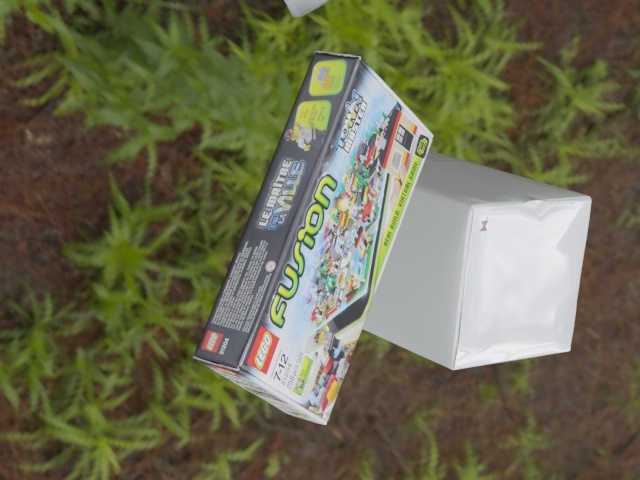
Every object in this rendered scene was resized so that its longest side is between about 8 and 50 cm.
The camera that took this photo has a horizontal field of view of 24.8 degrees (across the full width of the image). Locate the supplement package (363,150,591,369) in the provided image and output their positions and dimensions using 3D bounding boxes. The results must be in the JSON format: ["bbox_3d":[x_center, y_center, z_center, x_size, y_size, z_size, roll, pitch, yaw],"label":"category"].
[{"bbox_3d":[0.118,0.009,1.575,0.177,0.293,0.175,-4,106,-37],"label":"supplement package"}]

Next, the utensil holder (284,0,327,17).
[{"bbox_3d":[0.078,-0.385,0.997,0.385,0.328,0.328,-27,135,2],"label":"utensil holder"}]

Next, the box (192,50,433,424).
[{"bbox_3d":[0.000,0.000,0.908,0.114,0.036,0.207,38,69,-53],"label":"box"}]
